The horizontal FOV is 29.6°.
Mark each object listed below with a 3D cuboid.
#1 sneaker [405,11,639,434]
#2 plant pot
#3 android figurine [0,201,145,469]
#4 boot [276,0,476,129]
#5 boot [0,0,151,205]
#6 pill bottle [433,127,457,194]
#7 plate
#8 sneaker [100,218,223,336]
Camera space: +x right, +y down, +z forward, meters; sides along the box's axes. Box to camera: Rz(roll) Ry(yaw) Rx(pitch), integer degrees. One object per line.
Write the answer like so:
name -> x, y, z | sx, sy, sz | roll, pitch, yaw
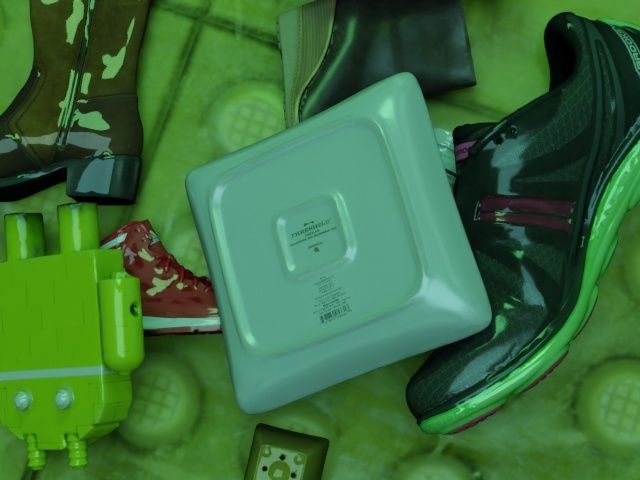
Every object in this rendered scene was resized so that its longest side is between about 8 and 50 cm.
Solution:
sneaker -> 0.200, -0.022, 1.234 | 0.202, 0.185, 0.482 | 29, 75, 0
plant pot -> -0.039, 0.239, 1.259 | 0.082, 0.083, 0.081 | 13, 84, 3
android figurine -> -0.276, 0.101, 1.256 | 0.248, 0.056, 0.272 | -5, 85, 35
boot -> 0.065, -0.155, 1.298 | 0.207, 0.090, 0.248 | -7, 79, 4
boot -> -0.318, -0.185, 1.319 | 0.264, 0.096, 0.280 | 1, 82, 3
pill bottle -> 0.117, -0.056, 1.296 | 0.067, 0.067, 0.120 | 23, 84, 5
plate -> 0.000, 0.000, 1.188 | 0.277, 0.045, 0.278 | -22, 70, 19
sneaker -> -0.154, 0.037, 1.289 | 0.221, 0.087, 0.128 | -3, 84, 1
